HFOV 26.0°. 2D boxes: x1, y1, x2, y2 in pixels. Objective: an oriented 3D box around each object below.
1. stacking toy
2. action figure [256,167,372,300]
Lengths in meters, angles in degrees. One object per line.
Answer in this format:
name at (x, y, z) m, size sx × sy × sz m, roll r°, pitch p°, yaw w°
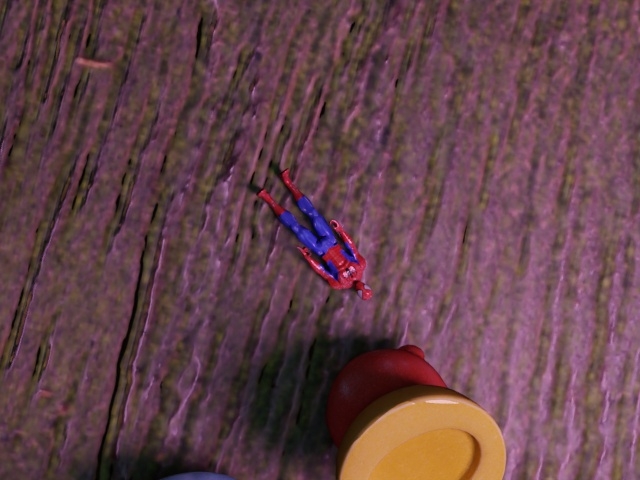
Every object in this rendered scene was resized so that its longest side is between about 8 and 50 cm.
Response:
stacking toy at (0.006, 0.240, 1.031) m, size 0.309 × 0.130 × 0.280 m, roll -30°, pitch 119°, yaw -1°
action figure at (0.000, 0.000, 1.042) m, size 0.038 × 0.030 × 0.115 m, roll -41°, pitch 96°, yaw -8°
